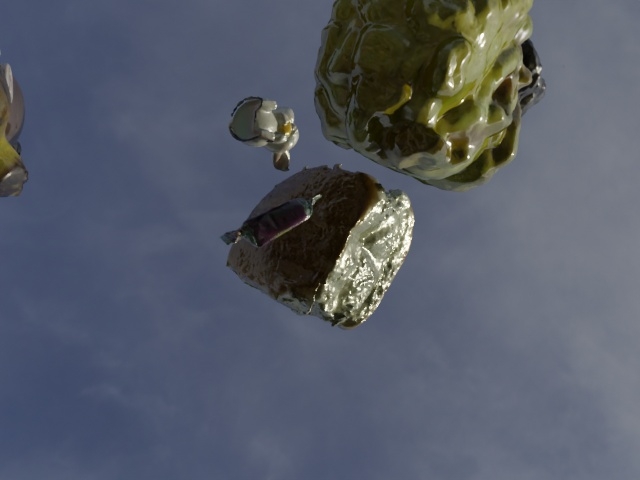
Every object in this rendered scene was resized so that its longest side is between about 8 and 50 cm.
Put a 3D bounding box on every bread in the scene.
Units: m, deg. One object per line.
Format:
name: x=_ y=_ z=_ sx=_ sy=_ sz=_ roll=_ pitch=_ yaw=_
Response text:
bread: x=0.000 y=0.000 z=1.355 sx=0.279 sy=0.225 sz=0.250 roll=22 pitch=-97 yaw=44

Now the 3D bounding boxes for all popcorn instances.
popcorn: x=0.114 y=-0.168 z=0.792 sx=0.174 sy=0.286 sz=0.225 roll=31 pitch=-79 yaw=29

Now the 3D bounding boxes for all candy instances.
candy: x=-0.063 y=-0.025 z=1.149 sx=0.045 sy=0.175 sz=0.043 roll=-11 pitch=-76 yaw=60

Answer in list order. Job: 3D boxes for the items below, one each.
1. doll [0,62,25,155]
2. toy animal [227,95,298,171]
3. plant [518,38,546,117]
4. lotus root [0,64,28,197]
doll: x=-0.434 y=-0.174 z=1.017 sx=0.117 sy=0.257 sz=0.182 roll=-7 pitch=-105 yaw=-8
toy animal: x=-0.068 y=-0.148 z=1.144 sx=0.085 sy=0.124 sz=0.071 roll=-22 pitch=-108 yaw=32
plant: x=0.190 y=-0.225 z=1.170 sx=0.234 sy=0.204 sz=0.178 roll=-29 pitch=-128 yaw=3
lotus root: x=-0.377 y=-0.149 z=0.723 sx=0.169 sy=0.141 sz=0.314 roll=-26 pitch=-51 yaw=12
